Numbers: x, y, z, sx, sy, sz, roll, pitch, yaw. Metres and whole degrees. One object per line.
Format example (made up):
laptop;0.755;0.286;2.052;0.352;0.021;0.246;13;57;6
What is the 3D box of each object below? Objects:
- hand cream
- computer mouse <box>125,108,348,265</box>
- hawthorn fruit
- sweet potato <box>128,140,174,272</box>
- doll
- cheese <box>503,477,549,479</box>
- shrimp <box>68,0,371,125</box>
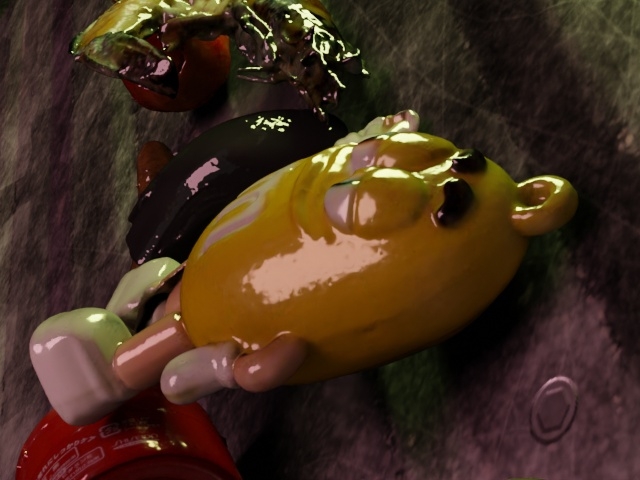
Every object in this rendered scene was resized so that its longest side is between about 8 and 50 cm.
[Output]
hand cream;-0.159;0.227;1.120;0.193;0.193;0.125;-59;29;13
computer mouse;-0.100;-0.064;1.296;0.264;0.088;0.147;-32;36;22
hawthorn fruit;-0.190;-0.236;1.594;0.148;0.172;0.148;-28;31;19
sweet potato;-0.165;0.016;1.411;0.097;0.097;0.292;-43;38;38
doll;-0.030;0.022;1.045;0.423;0.161;0.348;-33;23;3
cheese;0.119;0.227;0.719;0.175;0.091;0.202;-62;26;11
shrimp;-0.101;-0.202;1.349;0.445;0.272;0.085;42;144;54
